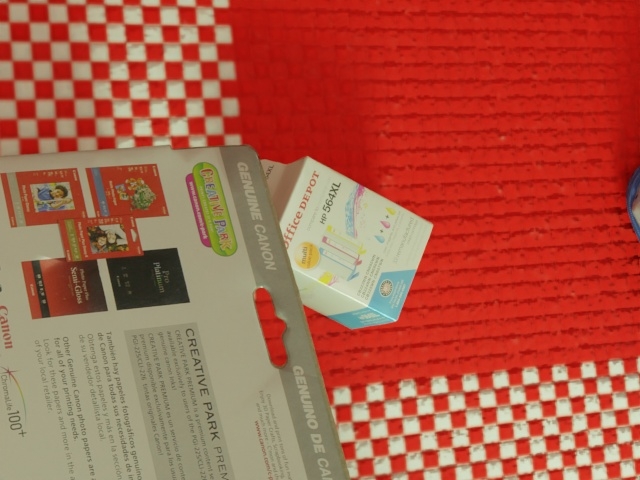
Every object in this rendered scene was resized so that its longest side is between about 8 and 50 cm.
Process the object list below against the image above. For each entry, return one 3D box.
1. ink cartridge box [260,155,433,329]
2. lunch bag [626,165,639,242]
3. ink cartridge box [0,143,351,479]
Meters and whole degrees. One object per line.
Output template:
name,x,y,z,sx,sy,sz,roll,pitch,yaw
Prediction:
ink cartridge box,0.000,0.000,1.113,0.143,0.090,0.092,27,74,-19
lunch bag,0.424,0.018,1.282,0.243,0.115,0.303,-28,95,-21
ink cartridge box,-0.150,0.097,0.967,0.271,0.130,0.309,-6,67,-24
